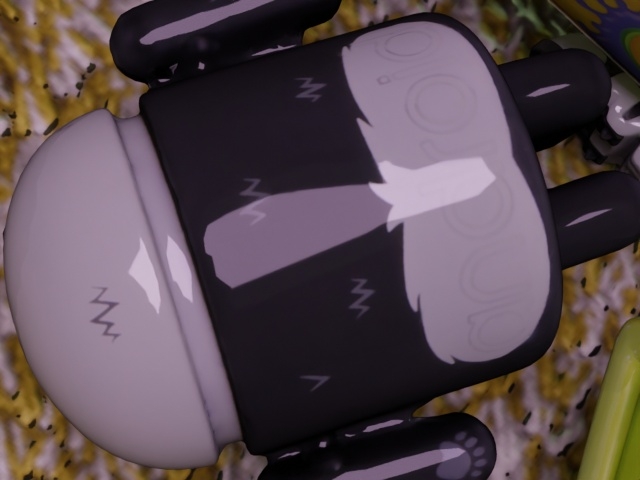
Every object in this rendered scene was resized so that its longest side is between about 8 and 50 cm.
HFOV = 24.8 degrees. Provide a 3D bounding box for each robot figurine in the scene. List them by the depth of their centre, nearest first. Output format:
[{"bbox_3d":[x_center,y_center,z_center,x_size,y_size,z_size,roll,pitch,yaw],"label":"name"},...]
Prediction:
[{"bbox_3d":[-0.001,-0.002,0.653,0.278,0.173,0.209,-17,47,-7],"label":"robot figurine"}]

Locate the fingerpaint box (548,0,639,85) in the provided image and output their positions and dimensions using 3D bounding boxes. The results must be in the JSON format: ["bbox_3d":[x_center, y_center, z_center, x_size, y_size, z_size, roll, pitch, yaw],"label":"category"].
[{"bbox_3d":[0.182,-0.285,0.590,0.445,0.163,0.371,40,78,-13],"label":"fingerpaint box"}]

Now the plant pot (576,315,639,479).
[{"bbox_3d":[0.241,0.167,0.580,0.207,0.227,0.228,13,90,-29],"label":"plant pot"}]

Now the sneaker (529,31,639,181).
[{"bbox_3d":[0.209,-0.027,0.717,0.106,0.078,0.234,-33,82,-6],"label":"sneaker"}]
